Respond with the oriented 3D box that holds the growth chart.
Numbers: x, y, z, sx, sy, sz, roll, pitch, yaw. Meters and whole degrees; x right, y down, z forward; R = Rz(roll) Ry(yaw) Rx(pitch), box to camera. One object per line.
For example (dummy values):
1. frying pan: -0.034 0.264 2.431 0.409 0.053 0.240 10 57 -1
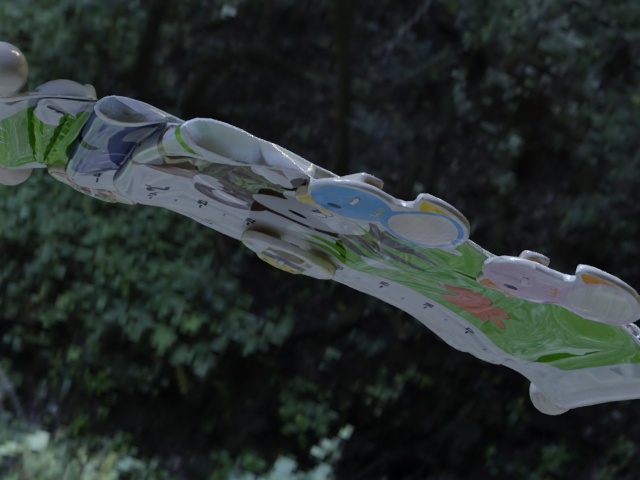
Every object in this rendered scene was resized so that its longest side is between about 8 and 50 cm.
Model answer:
1. growth chart: 0.000 0.000 0.553 0.237 0.172 0.021 23 79 1
